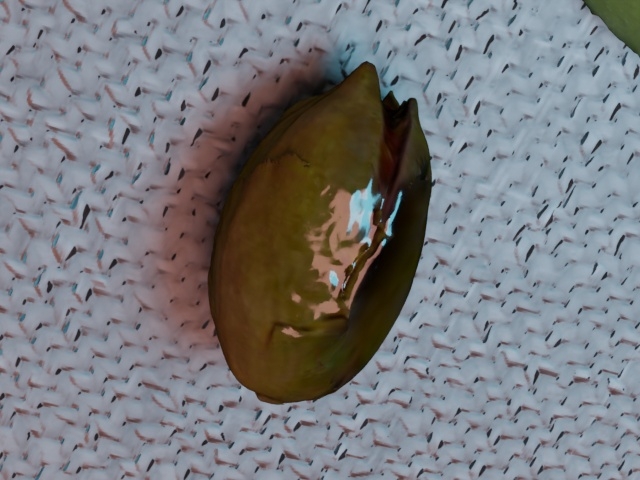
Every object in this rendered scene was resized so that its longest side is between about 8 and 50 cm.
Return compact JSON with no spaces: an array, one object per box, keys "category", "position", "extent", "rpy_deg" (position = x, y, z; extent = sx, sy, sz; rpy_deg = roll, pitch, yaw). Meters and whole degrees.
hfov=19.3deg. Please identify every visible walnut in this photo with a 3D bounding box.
[{"category":"walnut","position":[0.000,0.000,1.209],"extent":[0.137,0.137,0.245],"rpy_deg":[7,120,-20]}]

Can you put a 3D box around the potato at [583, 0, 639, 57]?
[{"category":"potato","position":[0.229,-0.219,1.124],"extent":[0.111,0.160,0.271],"rpy_deg":[-43,137,-21]}]
